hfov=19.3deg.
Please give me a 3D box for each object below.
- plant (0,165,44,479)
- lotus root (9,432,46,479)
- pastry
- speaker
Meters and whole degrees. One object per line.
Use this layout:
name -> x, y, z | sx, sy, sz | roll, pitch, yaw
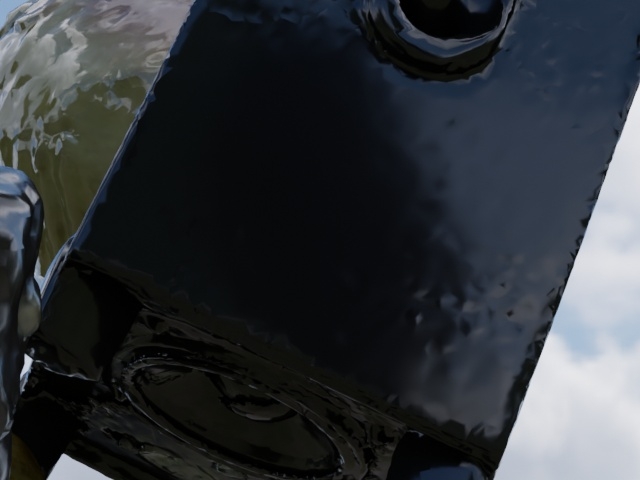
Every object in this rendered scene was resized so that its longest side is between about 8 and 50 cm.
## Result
plant -> -0.174, 0.062, 0.458 | 0.178, 0.234, 0.204 | 22, 7, 43
lotus root -> -0.148, 0.149, 0.675 | 0.108, 0.190, 0.094 | -7, 21, -30
pastry -> -0.041, -0.057, 1.313 | 0.388, 0.388, 0.312 | -9, -59, 17
speaker -> 0.000, 0.000, 0.779 | 0.184, 0.254, 0.232 | 25, -26, -4
